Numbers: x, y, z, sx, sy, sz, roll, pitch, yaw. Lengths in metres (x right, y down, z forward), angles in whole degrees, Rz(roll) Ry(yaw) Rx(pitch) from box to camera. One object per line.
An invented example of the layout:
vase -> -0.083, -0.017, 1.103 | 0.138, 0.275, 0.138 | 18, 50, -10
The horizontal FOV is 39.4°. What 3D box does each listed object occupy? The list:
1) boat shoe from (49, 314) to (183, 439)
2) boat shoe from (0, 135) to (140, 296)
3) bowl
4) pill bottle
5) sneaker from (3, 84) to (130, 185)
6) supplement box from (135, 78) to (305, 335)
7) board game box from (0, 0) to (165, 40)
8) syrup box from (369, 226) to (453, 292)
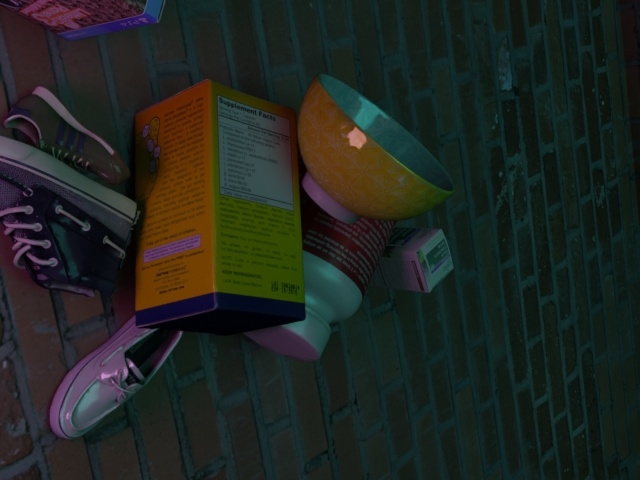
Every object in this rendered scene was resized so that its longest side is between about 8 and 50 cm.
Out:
boat shoe -> -0.315, 0.205, 1.398 | 0.258, 0.084, 0.095 | -54, 127, -31
boat shoe -> -0.405, -0.028, 1.261 | 0.341, 0.127, 0.158 | 27, 65, -44
bowl -> 0.060, -0.120, 1.445 | 0.289, 0.289, 0.156 | 24, 114, -44
pill bottle -> 0.000, 0.000, 1.619 | 0.229, 0.229, 0.407 | 45, 60, -38
sneaker -> -0.375, -0.134, 1.297 | 0.192, 0.064, 0.086 | 43, 57, 2
supplement box -> -0.163, -0.041, 1.419 | 0.194, 0.195, 0.356 | 13, 69, -47
board game box -> -0.380, -0.406, 1.202 | 0.291, 0.232, 0.141 | 23, 76, -44
syrup box -> 0.133, 0.032, 1.754 | 0.093, 0.237, 0.096 | -40, 119, -37
